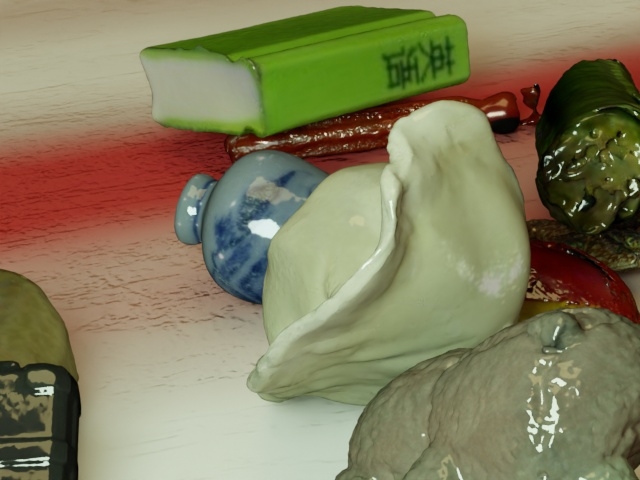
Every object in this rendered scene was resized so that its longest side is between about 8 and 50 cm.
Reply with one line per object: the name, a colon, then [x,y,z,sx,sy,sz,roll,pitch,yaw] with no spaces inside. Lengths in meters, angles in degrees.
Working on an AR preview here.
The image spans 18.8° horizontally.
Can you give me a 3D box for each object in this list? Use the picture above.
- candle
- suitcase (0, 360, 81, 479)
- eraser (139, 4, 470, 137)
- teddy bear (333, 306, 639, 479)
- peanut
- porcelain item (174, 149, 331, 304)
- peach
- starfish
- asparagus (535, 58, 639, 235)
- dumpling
candle: [0.065,-0.114,1.967,0.329,0.048,0.051,-8,12,-3]
suitcase: [-0.315,0.190,1.375,0.285,0.066,0.206,-3,62,4]
eraser: [-0.015,-0.178,1.985,0.274,0.092,0.210,-16,17,-36]
teddy bear: [0.129,0.139,1.345,0.236,0.151,0.267,-30,-3,-41]
peanut: [-0.256,0.117,1.531,0.129,0.129,0.224,-7,38,-3]
porcelain item: [0.000,0.000,1.692,0.259,0.141,0.141,14,33,16]
peach: [0.187,0.054,1.600,0.172,0.092,0.127,12,30,32]
starfish: [0.246,0.008,1.736,0.210,0.053,0.150,-22,21,-20]
asparagus: [0.255,-0.099,1.799,0.128,0.108,0.382,-47,6,13]
dumpling: [0.042,0.053,1.467,0.187,0.318,0.243,36,39,9]
